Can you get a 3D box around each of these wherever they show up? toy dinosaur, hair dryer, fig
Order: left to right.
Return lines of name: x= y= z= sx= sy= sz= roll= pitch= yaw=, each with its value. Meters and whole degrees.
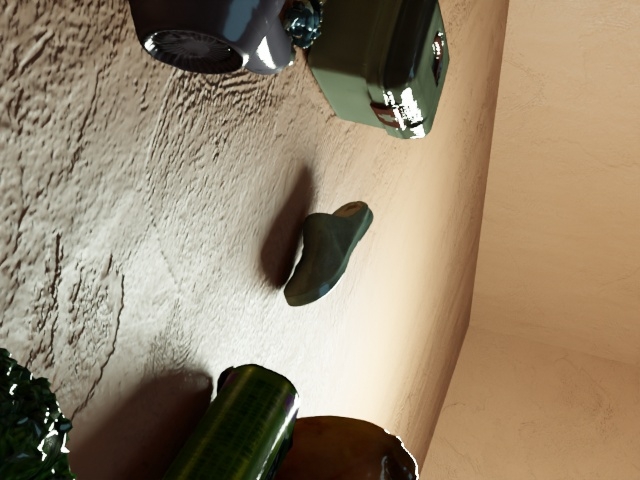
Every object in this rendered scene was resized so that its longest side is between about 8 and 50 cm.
hair dryer: x=-0.057 y=-0.234 z=0.744 sx=0.361 sy=0.121 sz=0.301 roll=80 pitch=18 yaw=-75
toy dinosaur: x=-0.018 y=-0.229 z=0.951 sx=0.083 sy=0.031 sz=0.047 roll=-58 pitch=155 yaw=-52
fig: x=-0.012 y=0.321 z=1.091 sx=0.263 sy=0.224 sz=0.224 roll=-56 pitch=162 yaw=-6

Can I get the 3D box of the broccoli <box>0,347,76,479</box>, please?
broccoli: x=-0.174 y=0.176 z=0.296 sx=0.297 sy=0.297 sz=0.297 roll=-41 pitch=176 yaw=-4

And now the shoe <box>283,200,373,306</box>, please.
shoe: x=0.000 y=0.000 z=1.164 sx=0.078 sy=0.079 sz=0.195 roll=57 pitch=45 yaw=-19

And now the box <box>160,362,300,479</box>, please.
box: x=-0.117 y=0.257 z=0.852 sx=0.345 sy=0.097 sz=0.134 roll=-57 pitch=163 yaw=-59

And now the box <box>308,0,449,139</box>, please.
box: x=0.075 y=-0.218 z=1.106 sx=0.210 sy=0.129 sz=0.148 roll=46 pitch=59 yaw=-71
